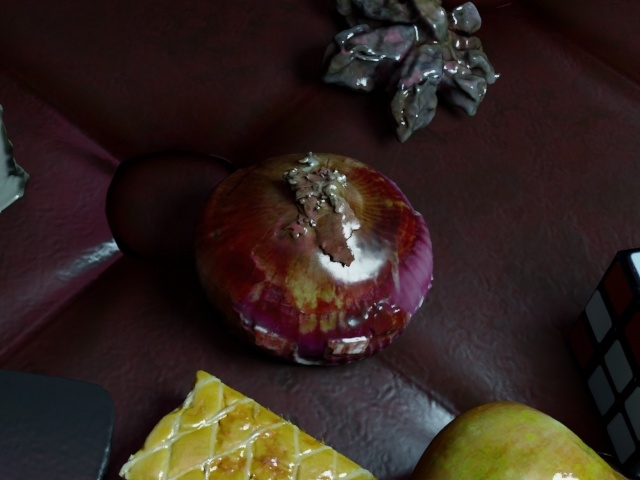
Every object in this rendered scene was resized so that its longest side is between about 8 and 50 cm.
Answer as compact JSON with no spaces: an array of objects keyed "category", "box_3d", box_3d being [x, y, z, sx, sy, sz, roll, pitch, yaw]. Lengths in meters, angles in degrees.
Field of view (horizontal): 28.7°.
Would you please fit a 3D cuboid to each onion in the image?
[{"category":"onion","box_3d":[0.000,0.000,1.166,0.230,0.163,0.230,9,56,-14]}]

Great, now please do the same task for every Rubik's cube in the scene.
[{"category":"Rubik's cube","box_3d":[0.347,0.105,1.152,0.160,0.162,0.163,-8,59,-16]}]

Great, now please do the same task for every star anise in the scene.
[{"category":"star anise","box_3d":[0.094,-0.221,1.371,0.214,0.099,0.220,-21,61,-32]}]

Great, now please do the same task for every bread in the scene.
[{"category":"bread","box_3d":[-0.063,0.210,1.069,0.188,0.068,0.125,31,57,12]}]

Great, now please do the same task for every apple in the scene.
[{"category":"apple","box_3d":[0.159,0.232,1.019,0.196,0.196,0.196,4,56,-7]}]

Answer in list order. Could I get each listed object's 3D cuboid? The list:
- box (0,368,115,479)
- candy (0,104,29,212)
[{"category":"box","box_3d":[-0.283,0.203,1.053,0.201,0.042,0.212,9,54,-4]},{"category":"candy","box_3d":[-0.378,-0.069,1.145,0.137,0.185,0.195,32,61,18]}]
